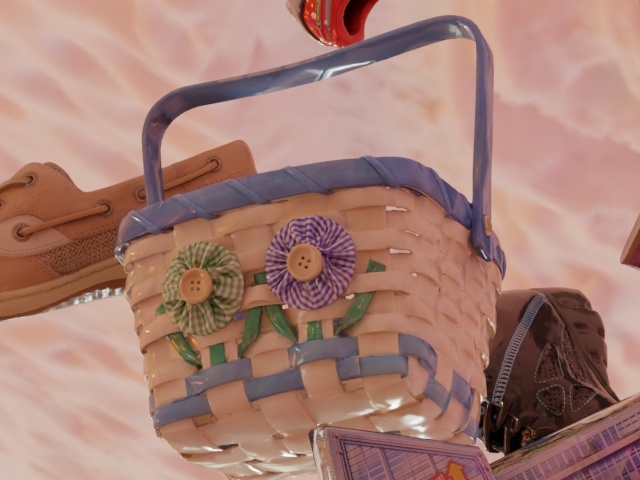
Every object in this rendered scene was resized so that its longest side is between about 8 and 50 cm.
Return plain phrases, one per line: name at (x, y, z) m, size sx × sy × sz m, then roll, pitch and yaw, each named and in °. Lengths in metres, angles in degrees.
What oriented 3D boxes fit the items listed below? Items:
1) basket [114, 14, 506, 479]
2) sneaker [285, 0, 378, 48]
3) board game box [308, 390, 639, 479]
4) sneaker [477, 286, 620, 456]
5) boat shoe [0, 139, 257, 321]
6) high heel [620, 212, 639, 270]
basket at (0.000, 0.000, 1.079) m, size 0.254 × 0.289 × 0.201 m, roll -15°, pitch 145°, yaw 21°
sneaker at (0.076, -0.341, 1.897) m, size 0.118 × 0.279 × 0.107 m, roll 41°, pitch -158°, yaw 25°
board game box at (0.084, 0.144, 0.684) m, size 0.194 × 0.194 × 0.060 m, roll 64°, pitch 169°, yaw 4°
sneaker at (0.181, 0.158, 1.279) m, size 0.139 × 0.125 × 0.341 m, roll 3°, pitch -150°, yaw -20°
boat shoe at (-0.207, -0.002, 1.241) m, size 0.341 × 0.110 × 0.121 m, roll -11°, pitch 180°, yaw -19°
high heel at (0.330, -0.059, 1.254) m, size 0.117 × 0.244 × 0.082 m, roll 25°, pitch -167°, yaw 2°
